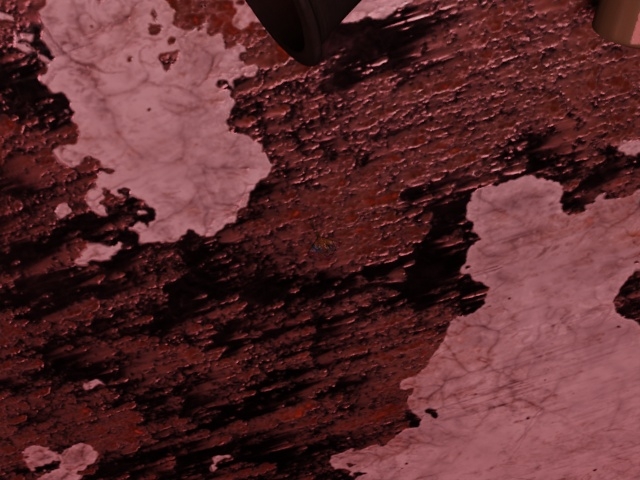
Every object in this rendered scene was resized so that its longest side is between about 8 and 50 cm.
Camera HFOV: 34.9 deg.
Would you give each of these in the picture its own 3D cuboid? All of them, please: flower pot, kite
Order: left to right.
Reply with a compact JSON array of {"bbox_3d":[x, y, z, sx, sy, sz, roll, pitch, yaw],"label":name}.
[{"bbox_3d":[-0.010,-0.295,0.936,0.148,0.235,0.235,-32,133,-6],"label":"flower pot"},{"bbox_3d":[-0.005,0.003,1.336,0.044,0.002,0.078,-36,130,21],"label":"kite"}]

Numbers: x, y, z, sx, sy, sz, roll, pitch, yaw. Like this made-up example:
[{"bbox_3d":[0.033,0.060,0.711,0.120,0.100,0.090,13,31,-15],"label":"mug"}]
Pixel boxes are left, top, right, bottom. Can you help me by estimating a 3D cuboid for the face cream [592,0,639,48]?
[{"bbox_3d":[0.363,-0.364,1.024,0.137,0.084,0.341,3,124,-12],"label":"face cream"}]
